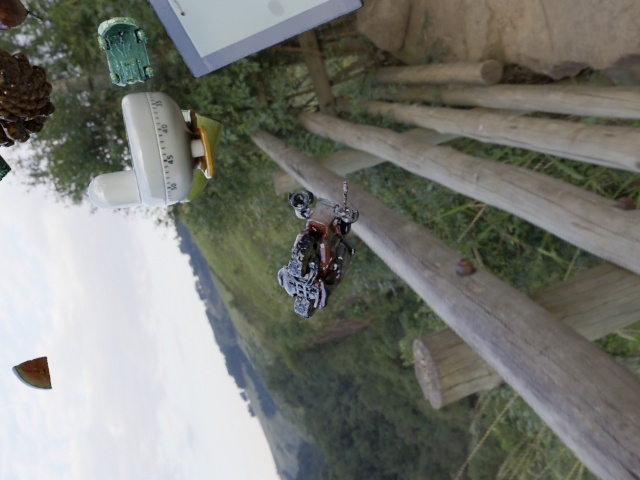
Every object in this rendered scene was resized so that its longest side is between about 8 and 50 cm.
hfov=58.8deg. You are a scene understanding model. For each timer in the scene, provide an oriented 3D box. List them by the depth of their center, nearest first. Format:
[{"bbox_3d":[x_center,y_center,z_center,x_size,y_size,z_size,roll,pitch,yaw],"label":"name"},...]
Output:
[{"bbox_3d":[-0.355,-0.177,1.144,0.233,0.240,0.234,169,90,-73],"label":"timer"}]

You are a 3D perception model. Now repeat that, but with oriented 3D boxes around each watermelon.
[{"bbox_3d":[-0.833,0.374,1.658,0.125,0.094,0.135,36,169,-27],"label":"watermelon"}]

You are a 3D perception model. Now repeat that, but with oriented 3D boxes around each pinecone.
[{"bbox_3d":[-0.830,-0.355,1.447,0.264,0.264,0.264,159,90,-81],"label":"pinecone"}]

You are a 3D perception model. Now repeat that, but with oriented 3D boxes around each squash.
[{"bbox_3d":[-0.357,-0.224,1.574,0.132,0.132,0.247,-158,81,-77],"label":"squash"}]

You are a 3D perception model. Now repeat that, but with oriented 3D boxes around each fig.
[{"bbox_3d":[-0.663,-0.493,1.217,0.125,0.088,0.089,-23,-87,-60],"label":"fig"}]

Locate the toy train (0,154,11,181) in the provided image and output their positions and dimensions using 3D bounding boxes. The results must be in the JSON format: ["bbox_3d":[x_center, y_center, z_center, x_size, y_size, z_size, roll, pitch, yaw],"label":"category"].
[{"bbox_3d":[-0.747,-0.189,1.241,0.099,0.070,0.172,23,153,14],"label":"toy train"}]

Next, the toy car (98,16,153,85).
[{"bbox_3d":[-0.390,-0.383,1.140,0.186,0.093,0.058,107,144,-66],"label":"toy car"}]

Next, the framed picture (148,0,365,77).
[{"bbox_3d":[-0.132,-0.441,0.931,0.265,0.346,0.016,59,-155,-34],"label":"framed picture"}]

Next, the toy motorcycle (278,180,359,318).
[{"bbox_3d":[0.000,0.000,1.103,0.134,0.207,0.401,21,155,15],"label":"toy motorcycle"}]
